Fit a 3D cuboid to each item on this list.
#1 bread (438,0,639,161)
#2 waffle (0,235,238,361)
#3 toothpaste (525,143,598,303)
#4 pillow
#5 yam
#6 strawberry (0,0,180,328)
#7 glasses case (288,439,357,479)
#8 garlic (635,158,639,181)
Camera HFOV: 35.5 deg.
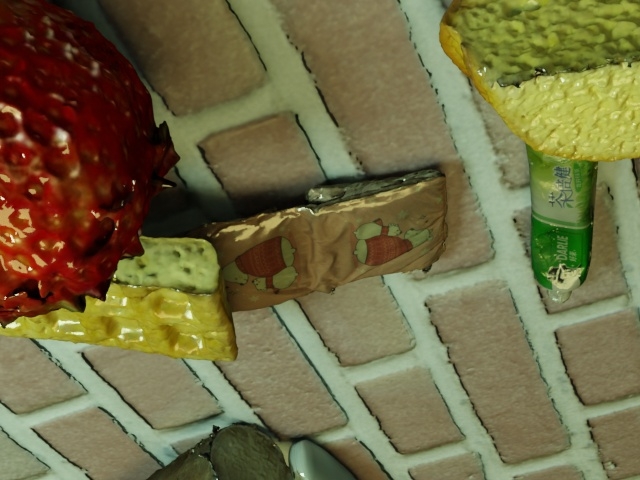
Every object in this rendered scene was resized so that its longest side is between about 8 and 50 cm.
[{"bbox_3d":[0.227,-0.138,0.768,0.260,0.129,0.134,-10,144,6],"label":"bread"},{"bbox_3d":[-0.211,0.046,0.908,0.274,0.057,0.168,6,152,6],"label":"waffle"},{"bbox_3d":[0.228,-0.027,0.946,0.078,0.047,0.248,-10,135,2],"label":"toothpaste"},{"bbox_3d":[0.000,0.000,0.947,0.248,0.049,0.135,-12,138,1],"label":"pillow"},{"bbox_3d":[-0.166,0.329,1.226,0.131,0.131,0.279,30,127,-33],"label":"yam"},{"bbox_3d":[-0.262,-0.078,0.701,0.250,0.238,0.288,-35,117,11],"label":"strawberry"},{"bbox_3d":[0.013,0.313,1.266,0.045,0.067,0.178,-26,134,17],"label":"glasses case"},{"bbox_3d":[0.399,-0.066,0.848,0.244,0.160,0.245,16,140,14],"label":"garlic"}]
